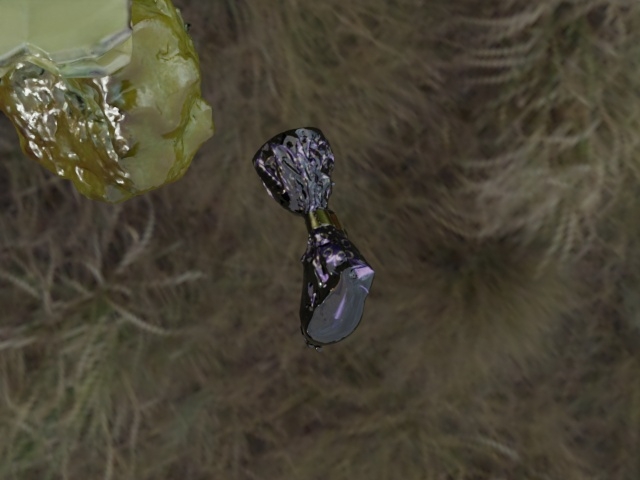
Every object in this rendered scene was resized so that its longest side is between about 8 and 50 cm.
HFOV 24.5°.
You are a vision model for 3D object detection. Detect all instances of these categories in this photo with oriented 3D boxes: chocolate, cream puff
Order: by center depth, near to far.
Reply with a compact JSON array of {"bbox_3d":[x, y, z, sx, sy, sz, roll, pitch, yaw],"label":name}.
[{"bbox_3d":[0.001,-0.002,1.017,0.070,0.147,0.072,-10,162,-31],"label":"chocolate"},{"bbox_3d":[-0.226,-0.180,1.621,0.185,0.282,0.281,-38,135,-37],"label":"cream puff"}]

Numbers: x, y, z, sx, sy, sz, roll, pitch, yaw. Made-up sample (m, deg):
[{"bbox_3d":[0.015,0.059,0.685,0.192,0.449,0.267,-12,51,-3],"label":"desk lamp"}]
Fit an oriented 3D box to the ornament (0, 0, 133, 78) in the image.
[{"bbox_3d":[-0.284,-0.227,1.451,0.201,0.180,0.059,-3,138,-5],"label":"ornament"}]
